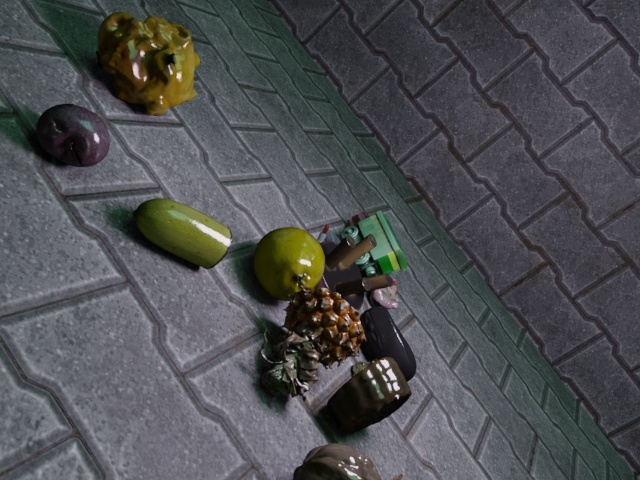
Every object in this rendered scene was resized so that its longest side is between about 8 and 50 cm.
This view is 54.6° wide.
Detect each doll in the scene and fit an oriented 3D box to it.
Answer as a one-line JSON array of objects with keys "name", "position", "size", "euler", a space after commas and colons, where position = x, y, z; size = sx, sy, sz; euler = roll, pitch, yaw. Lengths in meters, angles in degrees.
[{"name": "doll", "position": [0.242, 0.195, 2.361], "size": [0.149, 0.095, 0.192], "euler": [53, 21, -8]}]

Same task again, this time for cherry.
[{"name": "cherry", "position": [-0.590, -0.257, 1.501], "size": [0.176, 0.140, 0.176], "euler": [30, 20, -12]}]

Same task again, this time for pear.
[{"name": "pear", "position": [-0.092, 0.062, 1.823], "size": [0.212, 0.212, 0.269], "euler": [38, 10, -26]}]

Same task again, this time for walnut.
[{"name": "walnut", "position": [0.040, 0.555, 1.342], "size": [0.224, 0.224, 0.224], "euler": [39, 26, -23]}]

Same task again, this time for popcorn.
[{"name": "popcorn", "position": [-0.513, -0.532, 1.890], "size": [0.315, 0.281, 0.297], "euler": [-5, 95, -40]}]

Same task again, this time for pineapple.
[{"name": "pineapple", "position": [-0.042, 0.290, 1.605], "size": [0.262, 0.262, 0.272], "euler": [48, 42, -4]}]

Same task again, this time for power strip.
[{"name": "power strip", "position": [0.040, 0.034, 2.301], "size": [0.137, 0.044, 0.216], "euler": [51, 24, 1]}]

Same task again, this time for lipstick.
[{"name": "lipstick", "position": [-0.001, -0.001, 2.175], "size": [0.030, 0.129, 0.030], "euler": [33, 11, 36]}]

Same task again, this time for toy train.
[{"name": "toy train", "position": [0.199, 0.026, 2.358], "size": [0.301, 0.202, 0.120], "euler": [-108, 174, -52]}]

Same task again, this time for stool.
[{"name": "stool", "position": [0.098, 0.106, 2.083], "size": [0.272, 0.178, 0.272], "euler": [37, 38, -36]}]

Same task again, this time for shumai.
[{"name": "shumai", "position": [0.162, 0.414, 1.902], "size": [0.124, 0.087, 0.099], "euler": [59, 24, 16]}]

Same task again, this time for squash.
[{"name": "squash", "position": [-0.359, -0.031, 1.583], "size": [0.247, 0.132, 0.132], "euler": [31, 30, -38]}]

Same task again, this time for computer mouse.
[{"name": "computer mouse", "position": [0.209, 0.343, 2.025], "size": [0.270, 0.137, 0.086], "euler": [58, 16, 16]}]

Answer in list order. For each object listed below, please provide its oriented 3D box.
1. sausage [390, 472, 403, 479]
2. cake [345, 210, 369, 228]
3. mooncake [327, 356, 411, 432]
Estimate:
[{"name": "sausage", "position": [0.204, 0.658, 1.703], "size": [0.100, 0.015, 0.015], "euler": [3, 51, -59]}, {"name": "cake", "position": [0.209, 0.021, 2.538], "size": [0.112, 0.116, 0.295], "euler": [12, 46, -61]}, {"name": "mooncake", "position": [0.135, 0.423, 1.668], "size": [0.124, 0.228, 0.228], "euler": [55, 24, 21]}]
